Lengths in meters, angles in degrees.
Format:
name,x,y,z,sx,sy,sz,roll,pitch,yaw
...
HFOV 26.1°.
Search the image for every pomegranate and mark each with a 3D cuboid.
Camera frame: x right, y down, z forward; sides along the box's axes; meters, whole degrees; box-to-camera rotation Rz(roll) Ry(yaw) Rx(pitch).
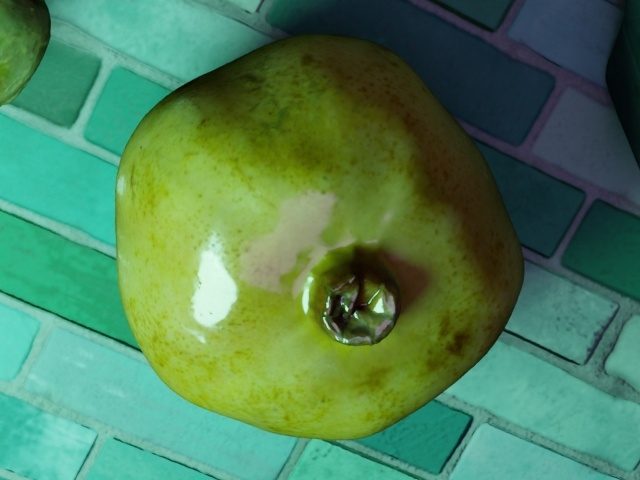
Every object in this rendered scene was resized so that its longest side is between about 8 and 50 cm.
name,x,y,z,sx,sy,sz,roll,pitch,yaw
pomegranate,0.000,0.000,1.359,0.417,0.416,0.416,-2,109,-6

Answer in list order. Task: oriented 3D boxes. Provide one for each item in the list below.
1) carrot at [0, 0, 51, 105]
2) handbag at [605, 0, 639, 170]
name,x,y,z,sx,sy,sz,roll,pitch,yaw
carrot,-0.436,-0.175,1.328,0.341,0.224,0.224,-34,109,9
handbag,0.446,-0.167,1.424,0.241,0.263,0.222,-4,135,-5
